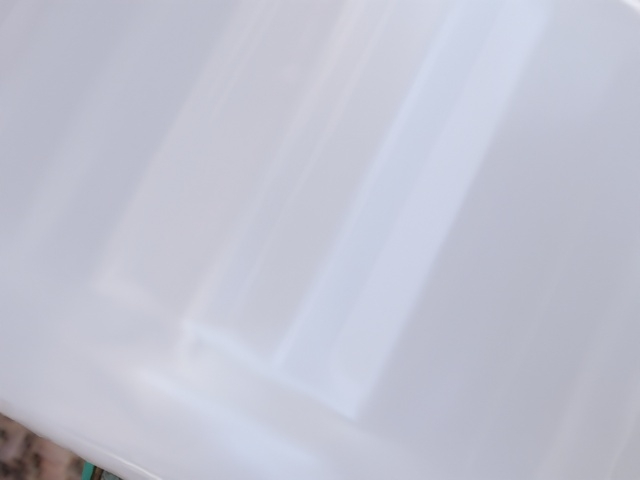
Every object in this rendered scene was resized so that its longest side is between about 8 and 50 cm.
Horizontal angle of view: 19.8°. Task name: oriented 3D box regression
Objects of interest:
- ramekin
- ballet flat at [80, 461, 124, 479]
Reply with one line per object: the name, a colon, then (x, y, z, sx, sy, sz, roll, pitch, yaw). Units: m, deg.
ramekin: (0.000, 0.000, 0.464, 0.135, 0.277, 0.277, -63, 149, -5)
ballet flat: (-0.052, 0.108, 0.575, 0.070, 0.070, 0.188, -49, 171, -28)
